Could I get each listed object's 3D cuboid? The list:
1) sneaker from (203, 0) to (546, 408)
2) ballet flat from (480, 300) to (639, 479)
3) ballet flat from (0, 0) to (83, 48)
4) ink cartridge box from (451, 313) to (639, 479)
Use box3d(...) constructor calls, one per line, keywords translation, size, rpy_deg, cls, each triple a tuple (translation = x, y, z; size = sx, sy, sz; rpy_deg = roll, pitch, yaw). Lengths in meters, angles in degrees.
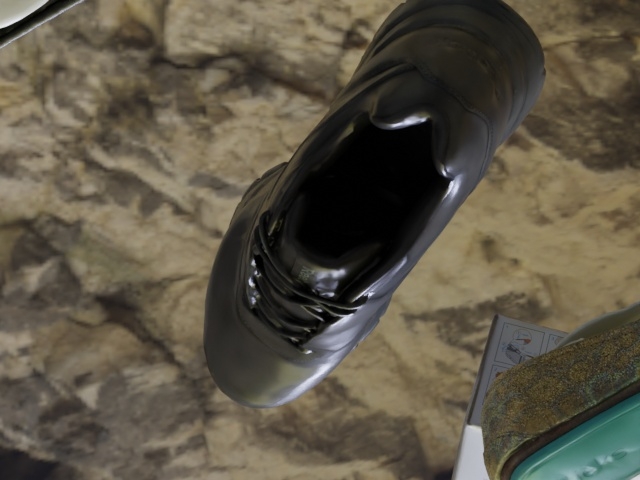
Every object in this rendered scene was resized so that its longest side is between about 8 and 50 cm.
box3d(translation=(0.000, 0.000, 0.620), size=(0.109, 0.130, 0.286), rpy_deg=(32, -52, 2), cls="sneaker")
box3d(translation=(0.263, 0.070, 0.811), size=(0.349, 0.123, 0.123), rpy_deg=(-28, -105, 13), cls="ballet flat")
box3d(translation=(-0.191, -0.098, 0.511), size=(0.280, 0.095, 0.096), rpy_deg=(-30, -151, 4), cls="ballet flat")
box3d(translation=(0.295, 0.226, 1.212), size=(0.310, 0.130, 0.271), rpy_deg=(15, -32, 9), cls="ink cartridge box")
